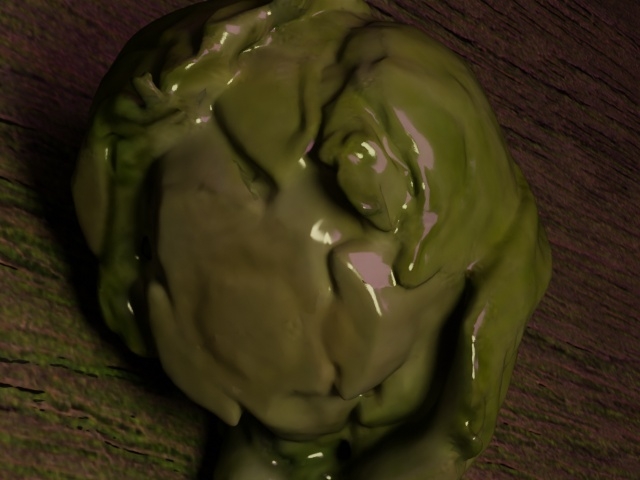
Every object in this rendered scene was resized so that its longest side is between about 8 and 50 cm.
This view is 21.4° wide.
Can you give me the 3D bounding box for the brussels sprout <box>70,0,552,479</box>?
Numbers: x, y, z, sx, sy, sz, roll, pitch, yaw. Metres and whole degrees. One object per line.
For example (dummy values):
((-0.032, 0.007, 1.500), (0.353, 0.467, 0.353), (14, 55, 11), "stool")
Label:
((0.015, -0.008, 1.368), (0.361, 0.342, 0.425), (-35, 105, -54), "brussels sprout")
